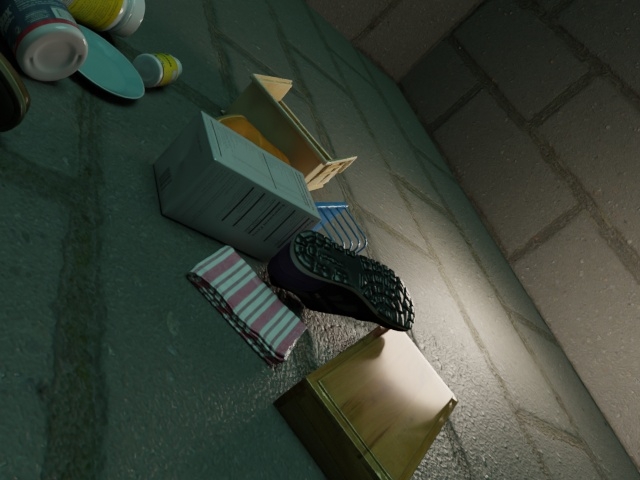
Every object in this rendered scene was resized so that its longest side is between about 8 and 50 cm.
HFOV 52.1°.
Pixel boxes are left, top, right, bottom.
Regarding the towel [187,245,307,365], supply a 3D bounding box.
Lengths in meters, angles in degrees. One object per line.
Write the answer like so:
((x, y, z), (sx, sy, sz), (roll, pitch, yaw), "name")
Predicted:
((-0.107, 0.095, 1.024), (0.197, 0.029, 0.144), (47, 20, -2), "towel")

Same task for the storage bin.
((-0.065, -0.254, 1.576), (0.262, 0.123, 0.260), (50, 22, 5), "storage bin")

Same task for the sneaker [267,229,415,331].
((0.037, 0.086, 1.166), (0.283, 0.124, 0.107), (33, 46, -21), "sneaker")

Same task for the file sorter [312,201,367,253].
((0.000, 0.000, 1.274), (0.104, 0.118, 0.170), (56, 22, 12), "file sorter")

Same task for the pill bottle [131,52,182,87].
((-0.323, -0.342, 1.312), (0.065, 0.065, 0.116), (47, 20, -4), "pill bottle")

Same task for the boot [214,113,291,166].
((-0.117, -0.137, 1.302), (0.211, 0.104, 0.295), (51, 17, 9), "boot")

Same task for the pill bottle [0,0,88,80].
((-0.449, -0.348, 1.022), (0.180, 0.108, 0.108), (56, 22, 20), "pill bottle")

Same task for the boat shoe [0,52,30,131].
((-0.480, -0.266, 0.815), (0.307, 0.111, 0.104), (43, 22, -14), "boat shoe")

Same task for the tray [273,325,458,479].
((0.099, 0.262, 1.072), (0.202, 0.076, 0.411), (52, 21, 10), "tray")

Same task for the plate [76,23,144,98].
((-0.401, -0.317, 1.176), (0.188, 0.024, 0.188), (41, 22, -20), "plate")

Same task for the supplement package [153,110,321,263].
((-0.139, -0.082, 1.120), (0.244, 0.134, 0.139), (29, 28, -40), "supplement package")

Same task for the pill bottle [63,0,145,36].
((-0.440, -0.465, 1.226), (0.209, 0.119, 0.119), (12, 41, -57), "pill bottle")
